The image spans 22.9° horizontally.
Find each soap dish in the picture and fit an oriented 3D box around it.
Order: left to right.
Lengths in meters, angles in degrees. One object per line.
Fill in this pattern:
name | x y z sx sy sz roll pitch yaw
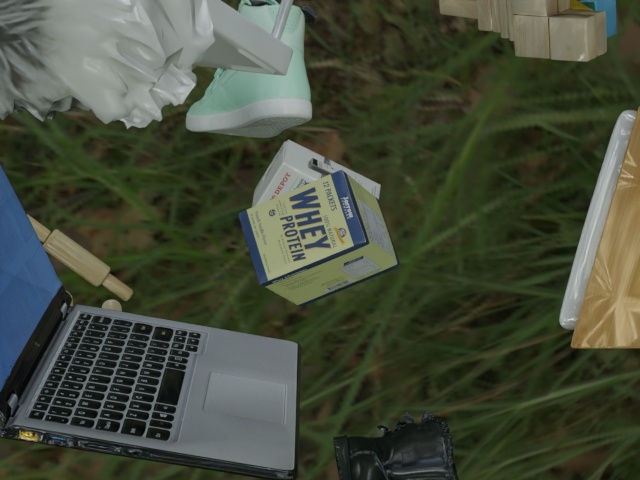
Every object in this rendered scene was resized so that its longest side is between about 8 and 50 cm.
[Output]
soap dish | 0.404 -0.007 1.871 0.118 0.229 0.291 20 100 31

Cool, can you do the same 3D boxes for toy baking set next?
toy baking set | -0.321 0.095 1.887 0.256 0.030 0.197 33 70 -9

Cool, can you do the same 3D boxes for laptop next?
laptop | -0.201 0.026 1.513 0.407 0.382 0.236 10 104 -3

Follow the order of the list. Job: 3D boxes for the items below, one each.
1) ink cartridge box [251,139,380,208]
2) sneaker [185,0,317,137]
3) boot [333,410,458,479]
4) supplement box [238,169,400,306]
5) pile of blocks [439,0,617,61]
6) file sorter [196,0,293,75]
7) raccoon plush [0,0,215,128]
ink cartridge box | -0.007 -0.050 1.977 0.135 0.056 0.099 25 126 -11
sneaker | -0.079 -0.199 1.808 0.094 0.256 0.151 2 86 -28
boot | 0.065 0.199 1.312 0.099 0.045 0.121 -9 44 -1
supplement box | 0.000 0.000 1.116 0.083 0.083 0.056 -23 70 13
pile of blocks | 0.231 -0.277 1.643 0.149 0.362 0.113 -9 109 -10
file sorter | -0.147 -0.238 0.973 0.192 0.277 0.173 12 79 39
raccoon plush | -0.238 -0.137 0.777 0.446 0.299 0.216 10 127 8
